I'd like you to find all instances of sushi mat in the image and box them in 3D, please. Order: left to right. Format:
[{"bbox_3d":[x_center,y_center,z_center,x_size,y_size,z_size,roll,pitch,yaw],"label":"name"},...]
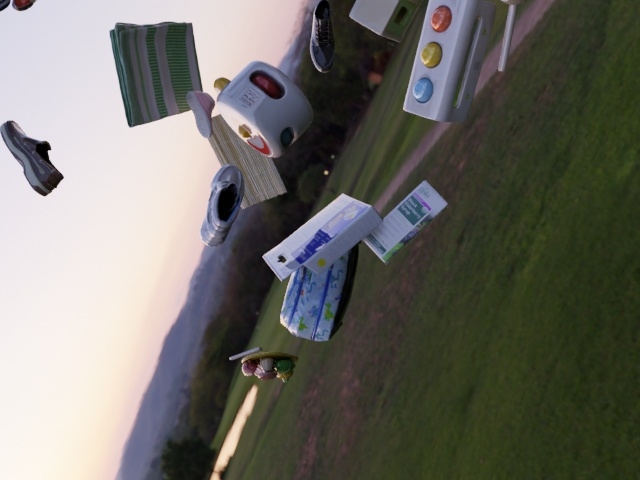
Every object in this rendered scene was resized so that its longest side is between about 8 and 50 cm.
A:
[{"bbox_3d":[-0.228,-0.246,2.085,0.019,0.151,0.317,-107,-6,-60],"label":"sushi mat"}]

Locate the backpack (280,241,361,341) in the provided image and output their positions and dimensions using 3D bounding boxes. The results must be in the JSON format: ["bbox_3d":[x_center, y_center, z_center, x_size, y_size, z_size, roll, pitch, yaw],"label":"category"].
[{"bbox_3d":[0.002,0.158,2.302,0.290,0.273,0.356,115,155,-71],"label":"backpack"}]

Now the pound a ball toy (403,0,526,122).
[{"bbox_3d":[0.311,-0.423,1.545,0.208,0.135,0.319,31,117,43],"label":"pound a ball toy"}]

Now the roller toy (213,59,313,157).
[{"bbox_3d":[-0.128,-0.284,1.529,0.146,0.209,0.191,-48,31,-11],"label":"roller toy"}]

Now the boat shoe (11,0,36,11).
[{"bbox_3d":[-0.791,-0.682,1.912,0.137,0.049,0.043,-48,20,-23],"label":"boat shoe"}]

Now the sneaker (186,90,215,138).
[{"bbox_3d":[-0.302,-0.339,1.853,0.070,0.134,0.051,-17,-10,-44],"label":"sneaker"}]

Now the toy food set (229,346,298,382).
[{"bbox_3d":[-0.145,0.353,1.894,0.128,0.218,0.071,-20,65,27],"label":"toy food set"}]

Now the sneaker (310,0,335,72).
[{"bbox_3d":[0.004,-0.661,2.248,0.118,0.083,0.222,-79,-14,-82],"label":"sneaker"}]

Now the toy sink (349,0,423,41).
[{"bbox_3d":[0.216,-0.708,1.993,0.153,0.131,0.234,-11,-46,-60],"label":"toy sink"}]

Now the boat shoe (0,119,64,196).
[{"bbox_3d":[-0.778,-0.240,1.899,0.095,0.257,0.095,-37,-15,2],"label":"boat shoe"}]

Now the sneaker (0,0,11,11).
[{"bbox_3d":[-0.988,-0.669,1.993,0.098,0.223,0.083,66,-176,35],"label":"sneaker"}]

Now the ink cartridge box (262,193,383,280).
[{"bbox_3d":[0.000,0.000,1.926,0.307,0.072,0.303,-41,18,-3],"label":"ink cartridge box"}]

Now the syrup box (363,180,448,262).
[{"bbox_3d":[0.234,-0.048,1.914,0.237,0.093,0.096,-43,-10,2],"label":"syrup box"}]

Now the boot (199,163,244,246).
[{"bbox_3d":[-0.227,-0.112,1.737,0.123,0.095,0.258,-46,29,49],"label":"boot"}]

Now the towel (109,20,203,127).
[{"bbox_3d":[-0.411,-0.442,1.800,0.325,0.038,0.248,-39,-55,-60],"label":"towel"}]
